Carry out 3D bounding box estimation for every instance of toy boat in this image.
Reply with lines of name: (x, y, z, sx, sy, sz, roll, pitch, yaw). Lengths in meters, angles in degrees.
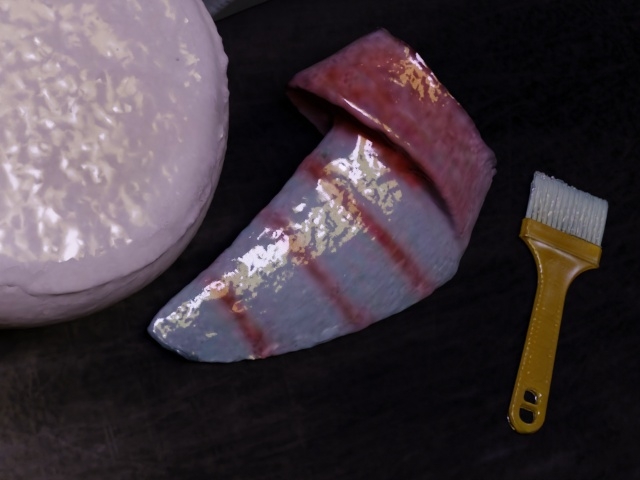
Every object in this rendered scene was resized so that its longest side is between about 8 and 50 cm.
toy boat: (0.000, 0.000, 1.172, 0.282, 0.096, 0.206, -47, 117, -20)

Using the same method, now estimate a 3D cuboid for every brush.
brush: (0.185, 0.053, 1.294, 0.082, 0.010, 0.218, 22, 69, -23)

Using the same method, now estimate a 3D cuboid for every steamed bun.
steamed bun: (-0.201, -0.081, 1.014, 0.283, 0.177, 0.283, 6, 76, -25)

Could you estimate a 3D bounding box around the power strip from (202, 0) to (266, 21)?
power strip: (-0.015, -0.269, 1.186, 0.224, 0.139, 0.140, -27, 91, -31)
